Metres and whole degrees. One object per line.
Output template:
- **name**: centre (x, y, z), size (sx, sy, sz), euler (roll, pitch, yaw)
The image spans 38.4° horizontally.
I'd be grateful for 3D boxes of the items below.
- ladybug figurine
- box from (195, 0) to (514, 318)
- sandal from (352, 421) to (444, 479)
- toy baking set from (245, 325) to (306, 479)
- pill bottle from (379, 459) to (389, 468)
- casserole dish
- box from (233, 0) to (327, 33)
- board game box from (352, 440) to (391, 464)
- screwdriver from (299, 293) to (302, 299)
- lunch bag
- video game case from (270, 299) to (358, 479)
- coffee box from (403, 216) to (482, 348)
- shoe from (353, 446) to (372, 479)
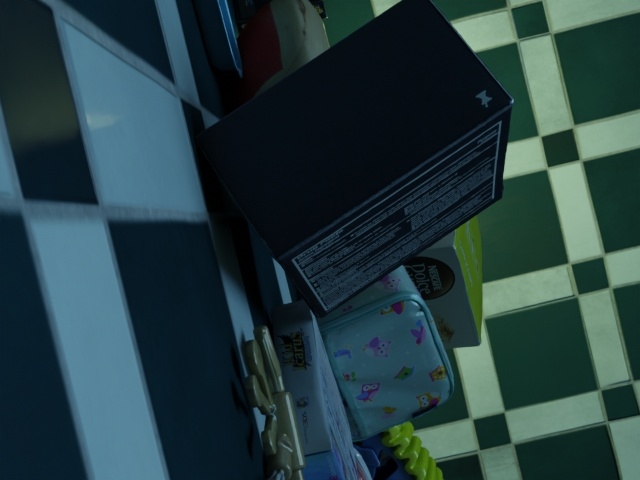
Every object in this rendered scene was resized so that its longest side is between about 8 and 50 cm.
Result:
- **ladybug figurine**: centre (-0.048, -0.213, 1.426), size (0.449, 0.162, 0.305), euler (-98, 173, -55)
- **box**: centre (0.052, -0.086, 1.075), size (0.182, 0.296, 0.294), euler (55, -3, 18)
- **sandal**: centre (0.121, 0.398, 1.586), size (0.317, 0.138, 0.126), euler (61, 16, 1)
- **toy baking set**: centre (-0.046, 0.209, 0.918), size (0.197, 0.030, 0.256), euler (47, 30, -78)
- **pill bottle**: centre (0.150, 0.518, 1.670), size (0.219, 0.123, 0.123), euler (58, -4, 21)
- **casserole dish**: centre (-0.146, -0.311, 1.256), size (0.114, 0.037, 0.188), euler (-90, 167, -78)
- **box**: centre (-0.090, -0.511, 1.853), size (0.051, 0.175, 0.220), euler (72, 6, -52)
- **board game box**: centre (0.144, 0.440, 1.781), size (0.259, 0.030, 0.136), euler (52, -33, 9)
- **screwdriver**: centre (-0.029, 0.115, 1.681), size (0.025, 0.024, 0.169), euler (20, 49, -50)
- **lunch bag**: centre (0.072, 0.182, 1.390), size (0.108, 0.224, 0.279), euler (-117, -177, -51)
- **video game case**: centre (0.000, 0.256, 1.202), size (0.244, 0.061, 0.269), euler (-102, 177, -49)
- **coffee box**: centre (0.174, 0.017, 2.049), size (0.337, 0.334, 0.338), euler (68, 23, -44)
- **shoe**: centre (0.035, 0.365, 1.340), size (0.081, 0.063, 0.178), euler (11, 39, -54)
